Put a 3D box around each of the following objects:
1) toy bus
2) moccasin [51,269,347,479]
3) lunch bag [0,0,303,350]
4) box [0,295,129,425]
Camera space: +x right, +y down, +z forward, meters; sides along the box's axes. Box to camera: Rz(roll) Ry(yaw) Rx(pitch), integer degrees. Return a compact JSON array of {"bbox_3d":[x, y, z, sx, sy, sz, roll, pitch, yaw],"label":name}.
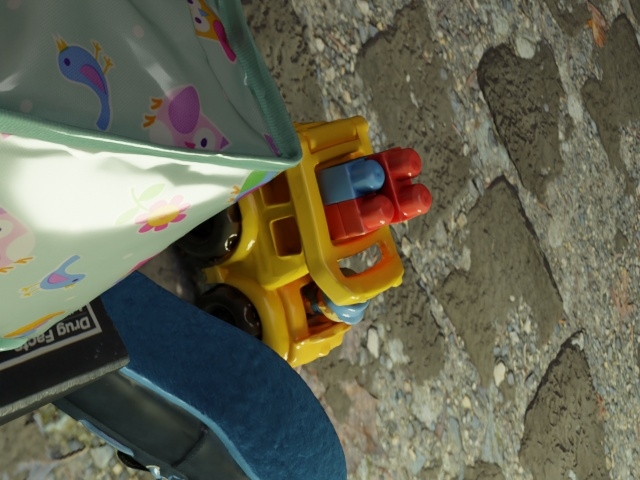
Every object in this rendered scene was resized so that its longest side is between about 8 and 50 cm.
[{"bbox_3d":[0.000,0.000,1.041,0.149,0.211,0.220,-23,102,-53],"label":"toy bus"},{"bbox_3d":[-0.113,0.119,0.956,0.342,0.117,0.137,45,38,-31],"label":"moccasin"},{"bbox_3d":[-0.181,-0.046,0.472,0.262,0.223,0.160,0,64,-49],"label":"lunch bag"},{"bbox_3d":[-0.306,-0.003,0.631,0.296,0.183,0.294,-20,84,-53],"label":"box"}]
